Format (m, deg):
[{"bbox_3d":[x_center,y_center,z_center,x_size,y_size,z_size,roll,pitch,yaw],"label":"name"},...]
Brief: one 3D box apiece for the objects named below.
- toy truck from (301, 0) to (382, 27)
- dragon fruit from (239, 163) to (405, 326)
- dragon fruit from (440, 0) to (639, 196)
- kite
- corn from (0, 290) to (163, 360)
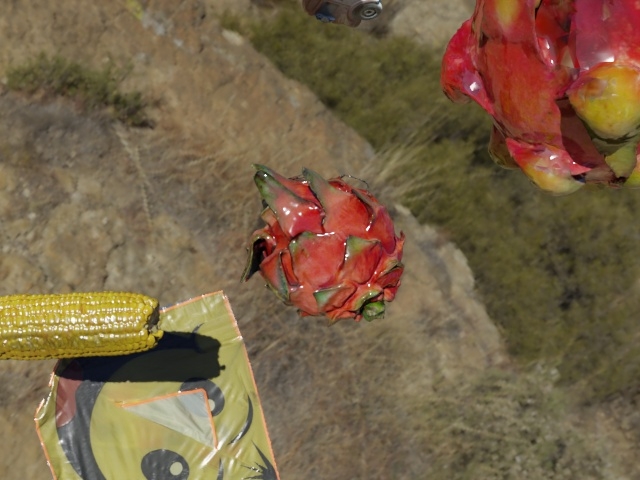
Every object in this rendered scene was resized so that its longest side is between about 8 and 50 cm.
[{"bbox_3d":[0.062,-0.404,1.243,0.135,0.270,0.114,6,65,-26],"label":"toy truck"},{"bbox_3d":[0.000,0.000,1.245,0.274,0.192,0.193,49,34,-1],"label":"dragon fruit"},{"bbox_3d":[0.205,-0.177,0.689,0.243,0.227,0.307,-42,132,-67],"label":"dragon fruit"},{"bbox_3d":[-0.191,0.239,1.144,0.327,0.013,0.377,28,78,-17],"label":"kite"},{"bbox_3d":[-0.256,0.084,0.906,0.068,0.207,0.068,-4,90,-82],"label":"corn"}]
